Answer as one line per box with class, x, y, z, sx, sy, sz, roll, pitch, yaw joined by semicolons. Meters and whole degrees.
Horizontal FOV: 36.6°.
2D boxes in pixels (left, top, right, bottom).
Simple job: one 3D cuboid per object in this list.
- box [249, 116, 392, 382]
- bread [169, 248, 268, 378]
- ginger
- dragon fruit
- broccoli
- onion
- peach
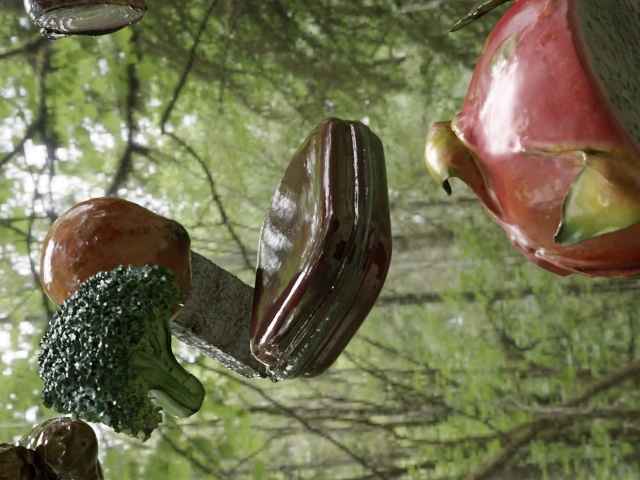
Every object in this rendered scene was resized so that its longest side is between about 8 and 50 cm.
box;0.000;0.000;1.297;0.263;0.108;0.404;-57;18;31
bread;-0.238;0.131;1.946;0.416;0.113;0.165;35;-119;-38
ginger;-0.479;0.413;1.630;0.176;0.254;0.418;57;163;13
dragon fruit;0.234;-0.096;0.863;0.291;0.189;0.290;21;-125;-34
broccoli;-0.200;0.135;1.064;0.219;0.194;0.194;-103;-4;-54
onion;-0.378;-0.381;1.507;0.206;0.151;0.098;-12;-96;-59
peach;-0.276;0.034;1.380;0.232;0.233;0.232;-6;-90;-74
